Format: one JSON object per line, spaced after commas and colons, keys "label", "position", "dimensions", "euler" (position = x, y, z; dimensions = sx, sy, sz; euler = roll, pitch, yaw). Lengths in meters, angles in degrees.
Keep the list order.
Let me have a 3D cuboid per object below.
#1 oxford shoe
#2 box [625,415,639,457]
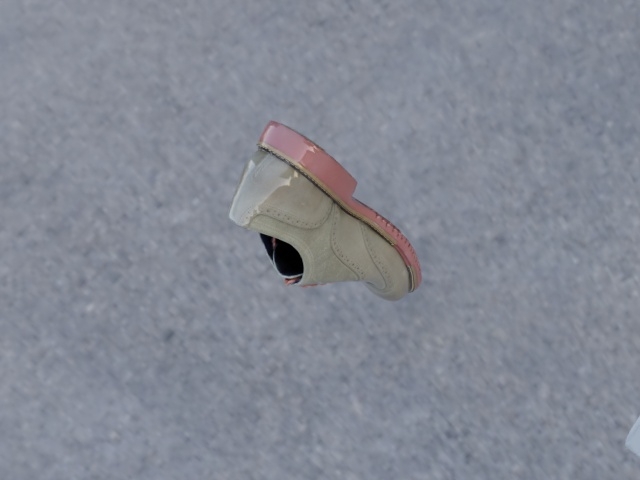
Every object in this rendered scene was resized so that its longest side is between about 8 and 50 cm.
{"label": "oxford shoe", "position": [0.000, 0.000, 1.546], "dimensions": [0.123, 0.348, 0.130], "euler": [29, 81, 39]}
{"label": "box", "position": [0.464, 0.183, 1.161], "dimensions": [0.345, 0.168, 0.215], "euler": [38, 78, 16]}
